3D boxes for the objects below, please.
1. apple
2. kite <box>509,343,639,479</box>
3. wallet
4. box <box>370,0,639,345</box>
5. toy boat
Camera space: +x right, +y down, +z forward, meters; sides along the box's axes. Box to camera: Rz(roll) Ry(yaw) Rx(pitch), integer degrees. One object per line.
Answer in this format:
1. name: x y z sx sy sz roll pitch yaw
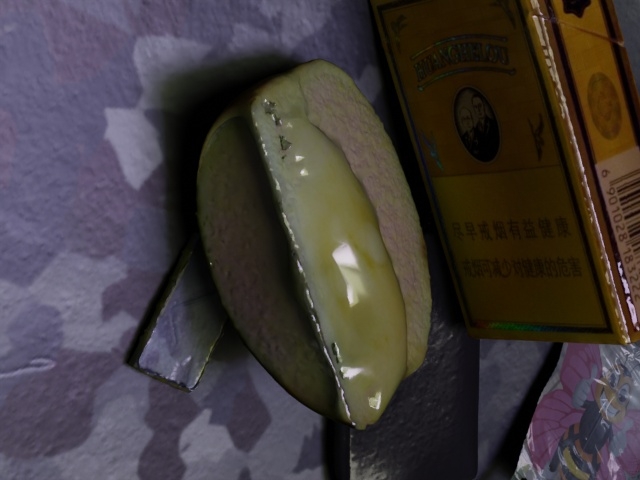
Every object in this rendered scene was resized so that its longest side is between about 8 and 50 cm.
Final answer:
1. apple: 0.000 0.000 1.176 0.193 0.120 0.264 -24 97 -55
2. kite: 0.225 0.239 1.433 0.204 0.022 0.360 49 61 -30
3. wallet: 0.073 0.098 1.308 0.149 0.044 0.250 -9 105 -30
4. box: 0.161 -0.072 1.203 0.084 0.193 0.301 -23 101 -32
5. toy boat: -0.099 0.056 1.185 0.063 0.016 0.115 30 81 -37
